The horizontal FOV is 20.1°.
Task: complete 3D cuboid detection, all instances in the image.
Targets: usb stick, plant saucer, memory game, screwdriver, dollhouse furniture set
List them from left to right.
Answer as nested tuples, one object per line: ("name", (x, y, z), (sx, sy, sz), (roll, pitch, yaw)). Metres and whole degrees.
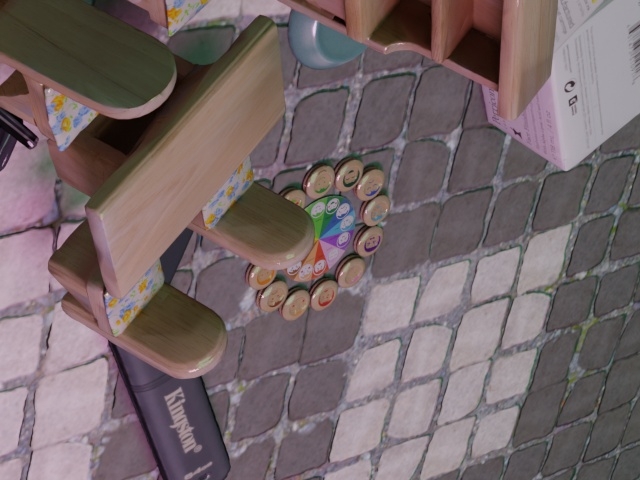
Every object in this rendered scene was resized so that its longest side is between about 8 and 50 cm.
("screwdriver", (-0.284, -0.029, 1.485), (0.024, 0.025, 0.170), (9, 111, -49))
("usb stick", (-0.145, 0.157, 1.762), (0.077, 0.045, 0.278), (-37, 140, -21))
("dollhouse furniture set", (-0.022, -0.110, 1.421), (0.394, 0.256, 0.362), (-51, 156, -26))
("memory game", (0.000, 0.000, 1.819), (0.186, 0.012, 0.186), (-28, 136, -30))
("plant saucer", (0.023, -0.208, 1.670), (0.119, 0.021, 0.119), (-27, 136, -29))

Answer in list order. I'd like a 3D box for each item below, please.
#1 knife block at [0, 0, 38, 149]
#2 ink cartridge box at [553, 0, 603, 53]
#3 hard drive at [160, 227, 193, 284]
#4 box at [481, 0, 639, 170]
("knife block", (-0.267, -0.188, 1.326), (0.242, 0.088, 0.276), (-21, 132, -36))
("ink cartridge box", (0.205, -0.325, 1.649), (0.233, 0.168, 0.171), (-46, 142, -10))
("hard drive", (-0.149, -0.020, 1.635), (0.094, 0.022, 0.135), (7, 113, -49))
("box", (0.262, -0.204, 1.845), (0.182, 0.119, 0.181), (-38, 140, -18))
